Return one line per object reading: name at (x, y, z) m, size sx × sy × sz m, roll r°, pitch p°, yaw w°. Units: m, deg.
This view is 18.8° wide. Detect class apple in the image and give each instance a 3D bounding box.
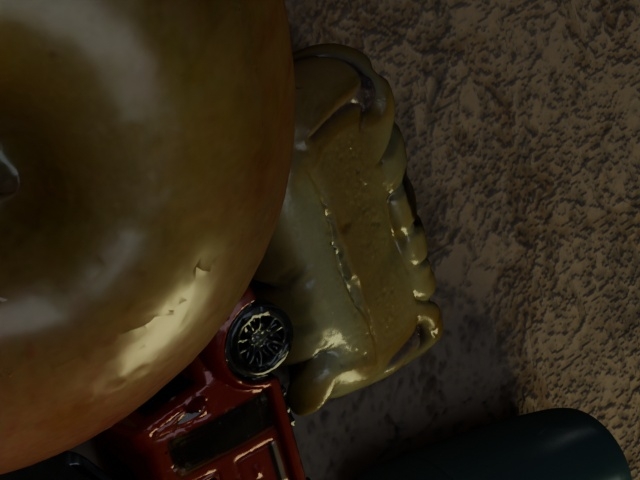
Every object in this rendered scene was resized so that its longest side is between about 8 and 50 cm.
apple at (-0.178, -0.066, 0.852) m, size 0.364 × 0.364 × 0.364 m, roll -12°, pitch 111°, yaw -34°

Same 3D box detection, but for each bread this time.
bread at (0.000, 0.000, 1.164) m, size 0.134 × 0.081 × 0.225 m, roll -36°, pitch 125°, yaw -37°

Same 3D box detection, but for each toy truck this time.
toy truck at (-0.068, 0.128, 1.137) m, size 0.114 × 0.107 × 0.252 m, roll -28°, pitch 121°, yaw -23°

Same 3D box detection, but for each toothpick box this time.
toothpick box at (0.118, 0.182, 1.291) m, size 0.184 × 0.120 × 0.120 m, roll -18°, pitch 114°, yaw -35°

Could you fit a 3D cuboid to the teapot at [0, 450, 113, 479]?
teapot at (-0.191, 0.153, 1.067) m, size 0.177 × 0.096 × 0.087 m, roll 41°, pitch 39°, yaw -37°
